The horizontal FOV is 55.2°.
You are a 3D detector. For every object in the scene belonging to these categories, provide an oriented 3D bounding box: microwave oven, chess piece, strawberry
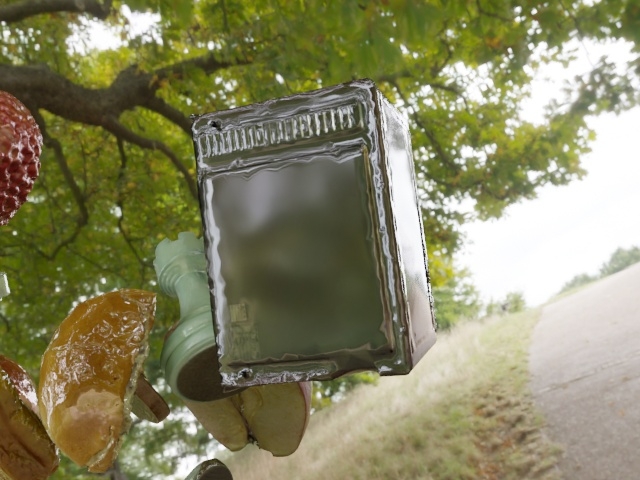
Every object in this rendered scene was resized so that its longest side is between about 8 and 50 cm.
[{"bbox_3d":[0.001,0.000,0.568,0.178,0.247,0.188,-8,-2,15],"label":"microwave oven"},{"bbox_3d":[-0.214,0.121,1.109,0.195,0.299,0.194,-16,-44,-16],"label":"chess piece"},{"bbox_3d":[-0.638,-0.111,1.019,0.312,0.351,0.267,-32,-64,29],"label":"strawberry"}]

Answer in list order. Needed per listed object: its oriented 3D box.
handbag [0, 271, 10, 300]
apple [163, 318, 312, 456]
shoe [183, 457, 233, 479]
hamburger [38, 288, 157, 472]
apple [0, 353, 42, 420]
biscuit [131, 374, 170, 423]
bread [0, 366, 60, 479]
[{"bbox_3d":[-0.962,0.149,1.577,0.256,0.079,0.219,-3,16,14],"label":"handbag"},{"bbox_3d":[-0.174,0.320,1.388,0.295,0.364,0.329,-23,22,-15],"label":"apple"},{"bbox_3d":[-0.257,0.515,1.200,0.103,0.098,0.274,2,-55,-46],"label":"shoe"},{"bbox_3d":[-0.343,0.200,0.929,0.157,0.282,0.144,19,-35,-19],"label":"hamburger"},{"bbox_3d":[-0.746,0.392,1.304,0.302,0.301,0.301,-16,-19,-6],"label":"apple"},{"bbox_3d":[-0.429,0.279,1.274,0.049,0.273,0.257,-48,10,-31],"label":"biscuit"},{"bbox_3d":[-0.579,0.266,1.031,0.185,0.380,0.109,11,39,31],"label":"bread"}]
